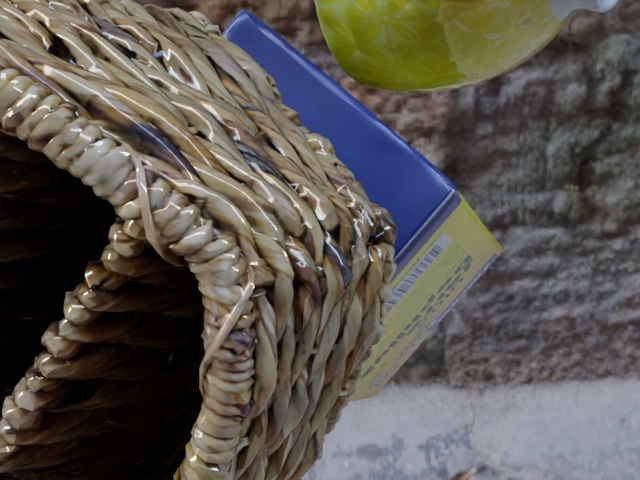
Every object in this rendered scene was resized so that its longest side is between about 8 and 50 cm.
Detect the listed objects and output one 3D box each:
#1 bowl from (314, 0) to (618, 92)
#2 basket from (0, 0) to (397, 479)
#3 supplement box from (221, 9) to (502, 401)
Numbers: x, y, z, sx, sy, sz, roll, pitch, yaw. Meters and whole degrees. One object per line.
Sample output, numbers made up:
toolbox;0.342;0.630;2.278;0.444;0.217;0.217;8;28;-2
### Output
bowl;0.133;-0.227;0.660;0.156;0.289;0.289;21;46;27
basket;-0.139;0.060;0.412;0.213;0.299;0.223;51;29;22
supplement box;0.000;0.000;0.785;0.194;0.356;0.195;42;95;16
